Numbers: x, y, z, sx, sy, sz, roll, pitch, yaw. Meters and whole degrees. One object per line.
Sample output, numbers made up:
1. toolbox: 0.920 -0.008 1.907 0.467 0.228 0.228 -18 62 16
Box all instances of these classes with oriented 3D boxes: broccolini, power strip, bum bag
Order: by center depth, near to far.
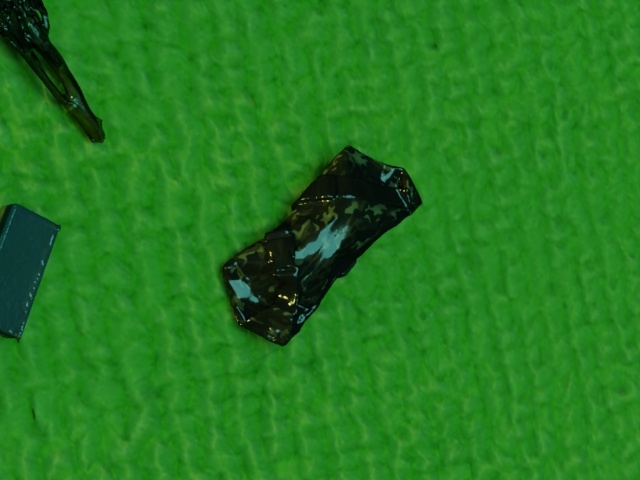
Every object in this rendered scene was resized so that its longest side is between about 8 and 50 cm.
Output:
1. power strip: -0.293 0.028 1.865 0.056 0.032 0.123 27 72 -29
2. broccolini: -0.271 -0.175 1.899 0.074 0.058 0.201 -35 121 -16
3. bum bag: -0.001 -0.001 2.038 0.102 0.069 0.248 43 67 3
